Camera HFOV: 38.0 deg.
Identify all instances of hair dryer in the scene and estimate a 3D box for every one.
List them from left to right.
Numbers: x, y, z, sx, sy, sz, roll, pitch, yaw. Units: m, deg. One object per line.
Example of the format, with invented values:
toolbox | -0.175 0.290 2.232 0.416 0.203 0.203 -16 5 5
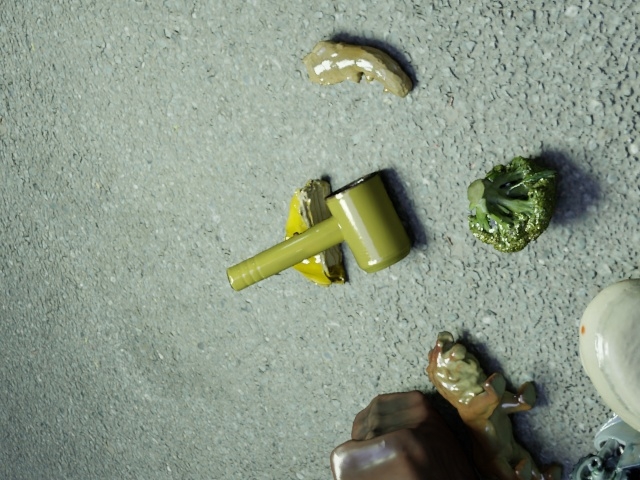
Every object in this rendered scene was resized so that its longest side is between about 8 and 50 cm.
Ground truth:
hair dryer | -0.010 0.015 1.419 0.279 0.090 0.135 -26 98 8

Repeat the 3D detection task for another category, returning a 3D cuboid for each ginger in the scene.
ginger | 0.049 -0.249 1.333 0.173 0.051 0.069 19 127 32

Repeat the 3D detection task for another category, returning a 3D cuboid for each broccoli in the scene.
broccoli | 0.250 -0.049 1.232 0.131 0.120 0.130 41 114 60

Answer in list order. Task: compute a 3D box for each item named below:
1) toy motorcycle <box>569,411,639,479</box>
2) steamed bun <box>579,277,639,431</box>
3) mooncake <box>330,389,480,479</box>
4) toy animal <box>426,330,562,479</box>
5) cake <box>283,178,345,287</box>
toy motorcycle | 0.469 0.283 1.234 0.270 0.159 0.106 -14 114 26
steamed bun | 0.426 0.149 1.175 0.228 0.177 0.131 41 178 -2
mooncake | 0.146 0.377 1.422 0.174 0.326 0.334 -26 58 15
toy animal | 0.260 0.278 1.430 0.157 0.097 0.312 -4 113 53
cake | -0.003 0.001 1.491 0.116 0.080 0.185 38 127 20
